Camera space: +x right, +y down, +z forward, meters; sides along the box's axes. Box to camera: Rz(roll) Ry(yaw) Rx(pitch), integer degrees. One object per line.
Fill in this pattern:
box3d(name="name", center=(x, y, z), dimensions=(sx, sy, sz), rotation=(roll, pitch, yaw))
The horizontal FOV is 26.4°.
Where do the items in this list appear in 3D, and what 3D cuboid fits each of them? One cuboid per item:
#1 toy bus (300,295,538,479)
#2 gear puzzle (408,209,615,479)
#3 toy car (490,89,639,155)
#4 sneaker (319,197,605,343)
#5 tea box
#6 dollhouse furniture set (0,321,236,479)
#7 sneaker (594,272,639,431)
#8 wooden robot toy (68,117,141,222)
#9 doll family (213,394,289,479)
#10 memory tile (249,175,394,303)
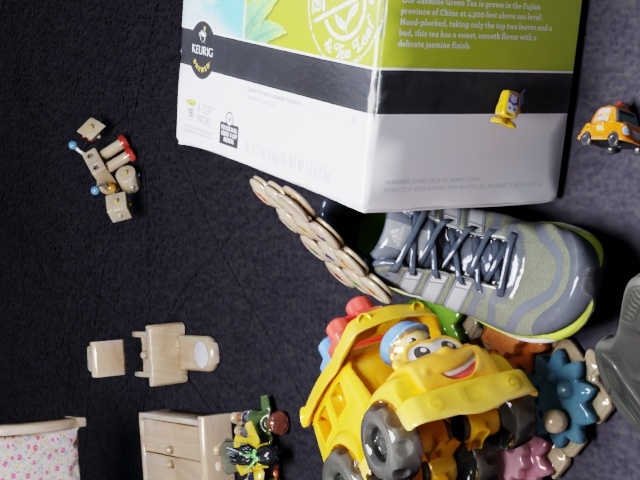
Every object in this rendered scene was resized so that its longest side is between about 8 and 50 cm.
box3d(name="toy bus", center=(0.069, 0.130, 1.213), dimensions=(0.211, 0.150, 0.220), rotation=(66, 150, 29))
box3d(name="gear puzzle", center=(0.138, 0.071, 1.269), dimensions=(0.339, 0.044, 0.175), rotation=(60, 138, 33))
box3d(name="toy car", center=(0.206, -0.101, 1.103), dimensions=(0.060, 0.122, 0.040), rotation=(180, 104, -75))
box3d(name="sneaker", center=(0.113, 0.016, 1.183), dimensions=(0.300, 0.121, 0.111), rotation=(9, 85, 49))
box3d(name="tea box", center=(0.045, -0.217, 1.221), dimensions=(0.329, 0.220, 0.323), rotation=(21, 110, 53))
box3d(name="dollhouse furniture set", center=(-0.298, 0.264, 1.654), dimensions=(0.174, 0.356, 0.303), rotation=(-5, 89, 55))
box3d(name="sneaker", center=(0.284, 0.069, 1.033), dimensions=(0.087, 0.130, 0.227), rotation=(59, 165, 27))
box3d(name="wooden robot toy", center=(-0.283, -0.089, 1.876), dimensions=(0.173, 0.076, 0.079), rotation=(59, 173, 34))
box3d(name="doll family", center=(-0.072, 0.280, 1.580), dimensions=(0.111, 0.076, 0.192), rotation=(-12, 88, 51))
box3d(name="memory tile", center=(0.000, 0.000, 1.208), dimensions=(0.012, 0.148, 0.113), rotation=(-48, 25, -9))
